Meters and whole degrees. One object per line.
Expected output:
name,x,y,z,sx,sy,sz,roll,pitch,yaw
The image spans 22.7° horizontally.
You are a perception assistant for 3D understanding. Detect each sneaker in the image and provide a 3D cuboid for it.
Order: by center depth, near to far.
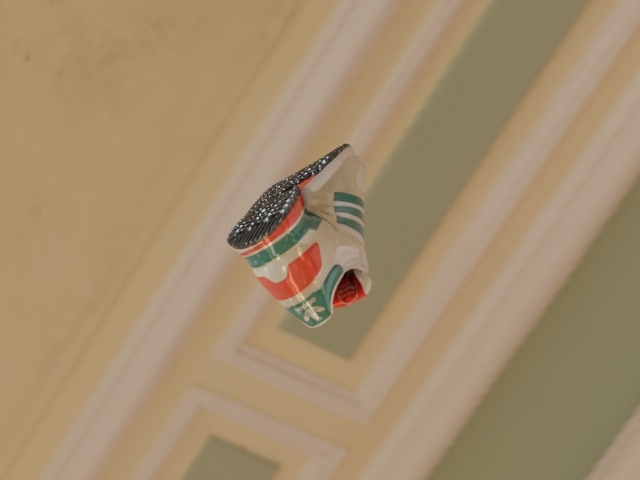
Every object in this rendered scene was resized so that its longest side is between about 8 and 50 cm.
sneaker,0.000,0.000,0.917,0.057,0.161,0.075,-29,-81,22
